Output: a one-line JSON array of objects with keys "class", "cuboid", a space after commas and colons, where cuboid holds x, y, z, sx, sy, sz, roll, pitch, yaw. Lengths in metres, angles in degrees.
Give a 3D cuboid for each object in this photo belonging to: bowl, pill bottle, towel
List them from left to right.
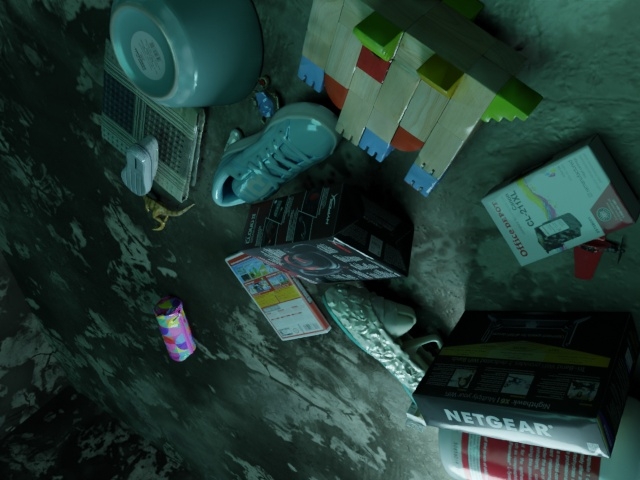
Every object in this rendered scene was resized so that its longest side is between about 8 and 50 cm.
[{"class": "towel", "cuboid": [-0.415, -0.288, 1.326, 0.324, 0.056, 0.312, 40, 137, 12]}, {"class": "bowl", "cuboid": [-0.280, -0.384, 1.034, 0.311, 0.163, 0.311, 22, 133, 26]}, {"class": "pill bottle", "cuboid": [0.441, 0.372, 0.967, 0.407, 0.229, 0.229, 4, 124, 39]}]

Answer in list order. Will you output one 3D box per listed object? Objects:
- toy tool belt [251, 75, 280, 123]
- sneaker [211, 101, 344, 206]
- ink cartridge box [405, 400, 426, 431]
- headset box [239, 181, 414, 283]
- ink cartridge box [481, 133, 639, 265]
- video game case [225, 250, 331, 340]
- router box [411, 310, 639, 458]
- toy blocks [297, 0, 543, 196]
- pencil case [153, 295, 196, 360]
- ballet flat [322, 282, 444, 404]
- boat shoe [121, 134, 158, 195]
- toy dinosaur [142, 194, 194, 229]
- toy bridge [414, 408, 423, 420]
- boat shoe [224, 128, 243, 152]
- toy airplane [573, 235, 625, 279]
[{"class": "toy tool belt", "cuboid": [-0.110, -0.276, 1.057, 0.052, 0.051, 0.083, 6, 125, 38]}, {"class": "sneaker", "cuboid": [-0.094, -0.140, 1.053, 0.135, 0.150, 0.366, 32, 152, -26]}, {"class": "ink cartridge box", "cuboid": [0.238, 0.406, 1.281, 0.048, 0.083, 0.028, 16, 143, 31]}, {"class": "headset box", "cuboid": [0.000, 0.000, 1.063, 0.293, 0.110, 0.218, -9, 152, 45]}, {"class": "ink cartridge box", "cuboid": [0.351, -0.054, 0.796, 0.175, 0.072, 0.127, -31, 92, 43]}, {"class": "video game case", "cuboid": [-0.116, 0.137, 1.419, 0.204, 0.025, 0.285, -21, 107, 48]}, {"class": "router box", "cuboid": [0.348, 0.224, 0.919, 0.309, 0.243, 0.081, -6, 117, 44]}, {"class": "toy blocks", "cuboid": [0.111, -0.238, 0.825, 0.381, 0.191, 0.261, 39, 150, 9]}, {"class": "pencil case", "cuboid": [-0.492, 0.300, 1.826, 0.104, 0.104, 0.236, 19, 134, 29]}, {"class": "ballet flat", "cuboid": [0.182, 0.220, 1.163, 0.409, 0.147, 0.147, 48, 140, -10]}, {"class": "boat shoe", "cuboid": [-0.430, -0.180, 1.322, 0.083, 0.076, 0.226, 42, 152, -8]}, {"class": "toy dinosaur", "cuboid": [-0.442, -0.084, 1.495, 0.211, 0.064, 0.112, 26, 134, 23]}, {"class": "toy bridge", "cuboid": [0.305, 0.426, 1.252, 0.188, 0.063, 0.026, 36, 165, -10]}, {"class": "boat shoe", "cuboid": [-0.198, -0.204, 1.205, 0.035, 0.035, 0.100, 37, 139, 12]}, {"class": "toy airplane", "cuboid": [0.400, 0.000, 0.856, 0.151, 0.028, 0.151, 22, 132, 27]}]
